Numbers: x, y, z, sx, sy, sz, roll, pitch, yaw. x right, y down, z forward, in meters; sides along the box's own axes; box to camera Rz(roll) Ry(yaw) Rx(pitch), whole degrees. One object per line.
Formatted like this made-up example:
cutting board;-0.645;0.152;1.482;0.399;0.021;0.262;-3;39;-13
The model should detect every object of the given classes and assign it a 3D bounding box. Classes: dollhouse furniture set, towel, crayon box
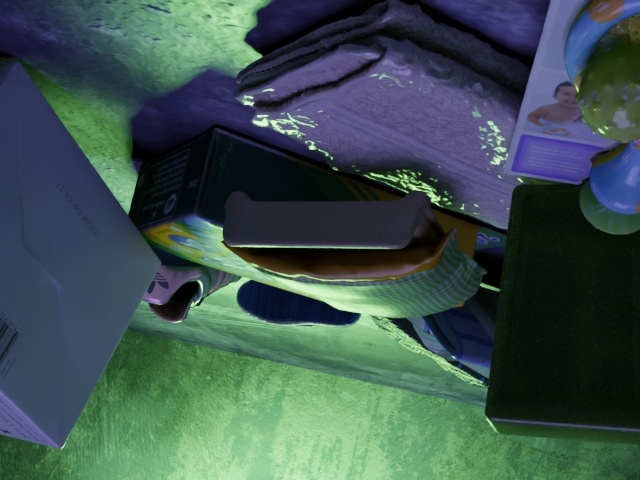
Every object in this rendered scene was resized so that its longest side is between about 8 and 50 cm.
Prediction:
dollhouse furniture set;0.085;0.065;0.727;0.301;0.151;0.197;1;162;20
towel;0.098;-0.064;0.668;0.282;0.049;0.187;19;167;-27
towel;0.226;0.113;1.142;0.285;0.034;0.209;20;-161;-24
crayon box;0.000;0.000;0.979;0.322;0.083;0.203;18;167;-25

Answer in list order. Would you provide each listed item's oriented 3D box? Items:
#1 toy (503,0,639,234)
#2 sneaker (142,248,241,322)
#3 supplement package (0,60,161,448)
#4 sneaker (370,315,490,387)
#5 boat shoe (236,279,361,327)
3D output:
toy;0.169;-0.062;0.494;0.136;0.056;0.237;11;158;6
sneaker;-0.158;0.033;1.174;0.112;0.131;0.319;10;168;10
supplement package;-0.285;0.014;0.858;0.145;0.204;0.262;6;145;28
sneaker;0.150;0.112;1.365;0.211;0.081;0.080;31;168;-3
boat shoe;-0.031;0.099;1.501;0.183;0.066;0.066;11;169;9
